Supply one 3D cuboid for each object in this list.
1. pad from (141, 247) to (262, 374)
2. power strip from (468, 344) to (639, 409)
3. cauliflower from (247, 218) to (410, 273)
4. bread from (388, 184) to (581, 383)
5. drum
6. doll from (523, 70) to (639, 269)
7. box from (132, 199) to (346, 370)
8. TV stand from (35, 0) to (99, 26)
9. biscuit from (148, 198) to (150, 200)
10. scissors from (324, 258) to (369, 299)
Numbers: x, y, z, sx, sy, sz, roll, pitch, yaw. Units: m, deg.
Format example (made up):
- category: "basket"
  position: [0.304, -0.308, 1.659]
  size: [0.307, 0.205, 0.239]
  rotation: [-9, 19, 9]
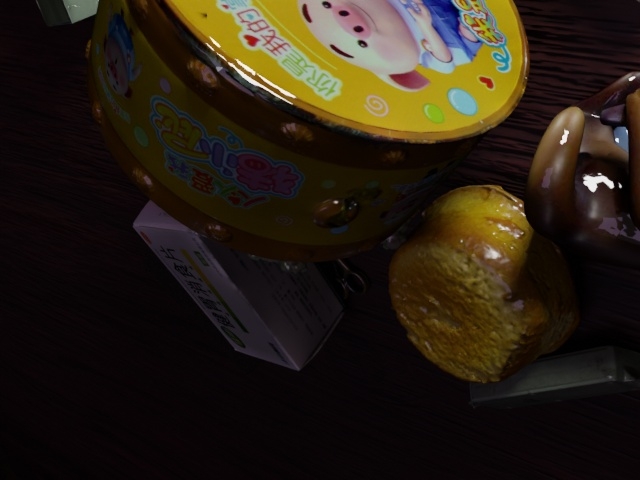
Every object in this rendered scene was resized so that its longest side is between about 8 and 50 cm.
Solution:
- category: "pad"
  position: [-0.222, 0.113, 1.519]
  size: [0.330, 0.004, 0.220]
  rotation: [46, 139, 3]
- category: "power strip"
  position: [0.318, 0.190, 1.039]
  size: [0.078, 0.052, 0.272]
  rotation: [17, 153, -33]
- category: "cauliflower"
  position: [0.015, -0.073, 1.024]
  size: [0.239, 0.315, 0.256]
  rotation: [-15, 69, 22]
- category: "bread"
  position: [0.205, 0.060, 0.992]
  size: [0.268, 0.146, 0.268]
  rotation: [26, 134, 30]
- category: "drum"
  position: [-0.018, -0.204, 0.782]
  size: [0.431, 0.431, 0.214]
  rotation: [44, 140, 6]
- category: "doll"
  position: [0.369, -0.049, 0.745]
  size: [0.340, 0.209, 0.318]
  rotation: [20, 164, 32]
- category: "box"
  position: [-0.119, 0.046, 1.207]
  size: [0.173, 0.145, 0.333]
  rotation: [9, 142, 46]
- category: "TV stand"
  position: [-0.427, -0.480, 1.176]
  size: [0.083, 0.088, 0.269]
  rotation: [8, 126, 39]
- category: "biscuit"
  position: [-0.236, -0.080, 1.343]
  size: [0.195, 0.053, 0.194]
  rotation: [23, 133, 27]
- category: "scissors"
  position: [0.000, 0.000, 1.225]
  size: [0.088, 0.017, 0.220]
  rotation: [-19, 106, 50]
